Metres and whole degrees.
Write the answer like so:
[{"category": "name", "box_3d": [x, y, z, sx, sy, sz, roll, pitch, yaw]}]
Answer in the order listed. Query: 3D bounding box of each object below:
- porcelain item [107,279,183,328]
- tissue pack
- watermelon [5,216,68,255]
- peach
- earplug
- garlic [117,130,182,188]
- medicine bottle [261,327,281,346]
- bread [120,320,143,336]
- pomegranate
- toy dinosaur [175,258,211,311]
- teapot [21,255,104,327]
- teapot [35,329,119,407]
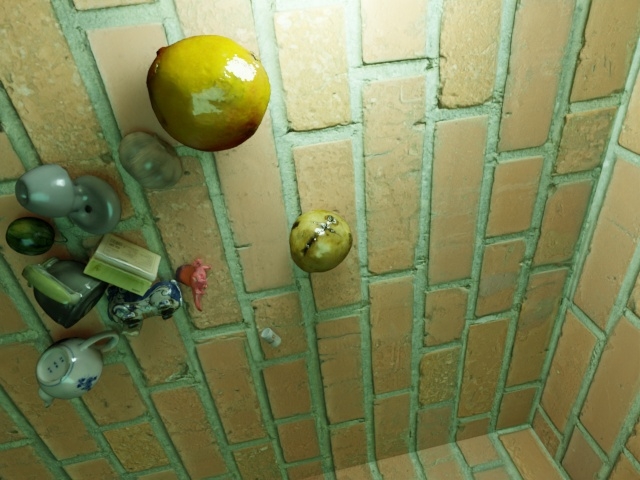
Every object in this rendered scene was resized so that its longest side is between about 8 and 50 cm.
[{"category": "porcelain item", "box_3d": [-0.716, 0.239, 1.778, 0.288, 0.186, 0.138, -15, 151, -17]}, {"category": "tissue pack", "box_3d": [-0.753, 0.089, 1.666, 0.234, 0.159, 0.125, 29, 111, -27]}, {"category": "watermelon", "box_3d": [-1.013, -0.009, 1.559, 0.187, 0.140, 0.140, 18, 116, -27]}, {"category": "peach", "box_3d": [-0.344, -0.454, 1.339, 0.373, 0.290, 0.372, -4, 120, -6]}, {"category": "earplug", "box_3d": [-0.852, -0.137, 1.492, 0.326, 0.175, 0.214, 23, 116, -25]}, {"category": "garlic", "box_3d": [-0.588, -0.256, 1.501, 0.178, 0.142, 0.229, -40, 130, 11]}, {"category": "medicine bottle", "box_3d": [-0.236, 0.464, 2.084, 0.057, 0.057, 0.089, -34, 123, 9]}, {"category": "bread", "box_3d": [-0.769, 0.310, 1.812, 0.077, 0.152, 0.105, 16, 122, -22]}, {"category": "pomegranate", "box_3d": [0.000, 0.000, 1.729, 0.261, 0.260, 0.260, -6, 123, -9]}, {"category": "toy dinosaur", "box_3d": [-0.550, 0.187, 1.842, 0.139, 0.070, 0.286, 14, 121, -9]}, {"category": "teapot", "box_3d": [-0.964, 0.187, 1.604, 0.239, 0.321, 0.239, 36, 104, -8]}, {"category": "teapot", "box_3d": [-1.043, 0.544, 1.858, 0.424, 0.252, 0.280, -45, 158, -9]}]
